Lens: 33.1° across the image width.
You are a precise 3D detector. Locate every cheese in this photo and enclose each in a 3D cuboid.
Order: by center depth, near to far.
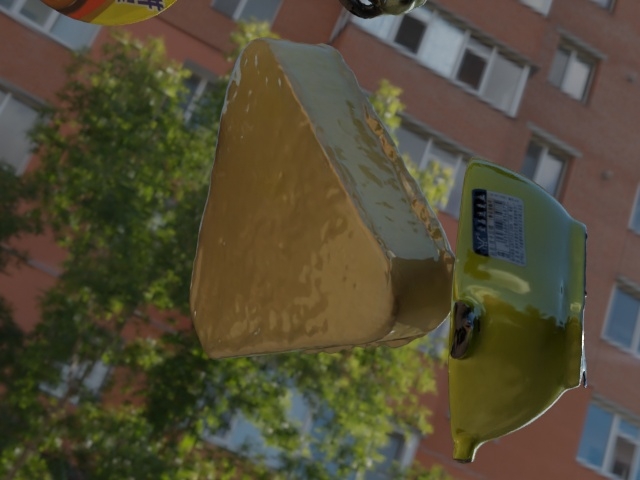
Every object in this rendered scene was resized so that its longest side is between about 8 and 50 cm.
[{"bbox_3d":[-0.001,0.001,1.157,0.104,0.384,0.384,-1,-9,-38],"label":"cheese"}]

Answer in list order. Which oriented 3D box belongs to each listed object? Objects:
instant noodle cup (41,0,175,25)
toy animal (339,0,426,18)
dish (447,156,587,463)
[{"bbox_3d":[-0.231,-0.368,1.183,0.213,0.174,0.213,-1,-52,-1],"label":"instant noodle cup"},{"bbox_3d":[0.116,-0.273,1.042,0.073,0.217,0.176,55,-3,39],"label":"toy animal"},{"bbox_3d":[0.174,0.056,0.924,0.108,0.262,0.221,1,-54,13],"label":"dish"}]
